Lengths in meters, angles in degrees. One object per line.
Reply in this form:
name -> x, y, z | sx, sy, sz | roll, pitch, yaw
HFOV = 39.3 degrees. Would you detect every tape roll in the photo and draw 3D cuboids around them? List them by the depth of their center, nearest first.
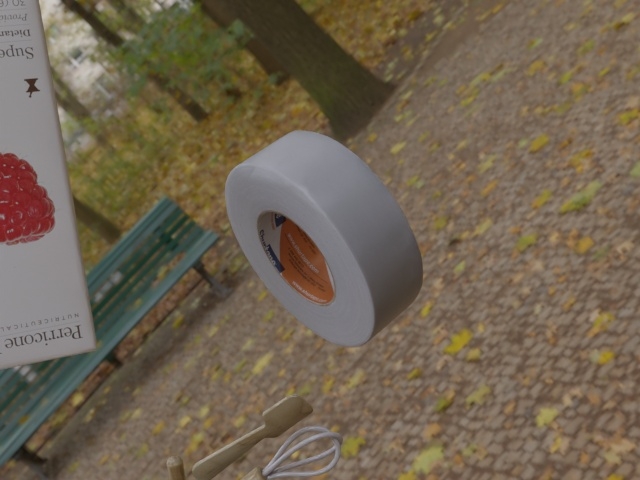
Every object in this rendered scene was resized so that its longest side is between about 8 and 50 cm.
tape roll -> 0.000, 0.000, 0.908 | 0.072, 0.219, 0.219 | -36, 11, -26

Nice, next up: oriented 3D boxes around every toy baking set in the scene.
toy baking set -> -0.067, 0.267, 0.946 | 0.197, 0.256, 0.030 | -10, 28, -3

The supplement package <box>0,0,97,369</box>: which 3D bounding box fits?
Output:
supplement package -> -0.303, -0.042, 0.749 | 0.178, 0.292, 0.175 | -11, 5, -19
